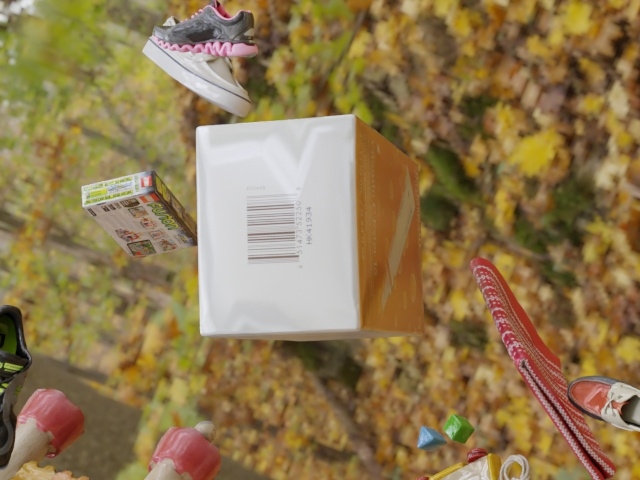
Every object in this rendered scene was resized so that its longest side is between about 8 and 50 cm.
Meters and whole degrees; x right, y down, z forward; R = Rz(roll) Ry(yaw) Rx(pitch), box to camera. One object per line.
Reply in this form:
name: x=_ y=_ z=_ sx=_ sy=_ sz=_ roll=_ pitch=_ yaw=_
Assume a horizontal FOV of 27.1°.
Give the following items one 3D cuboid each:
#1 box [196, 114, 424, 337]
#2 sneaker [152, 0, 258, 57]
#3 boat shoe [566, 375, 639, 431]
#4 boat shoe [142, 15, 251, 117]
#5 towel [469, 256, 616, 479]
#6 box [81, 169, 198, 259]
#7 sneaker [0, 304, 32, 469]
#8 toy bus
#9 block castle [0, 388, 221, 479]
box: x=0.000 y=0.000 z=1.454 sx=0.345 sy=0.168 sz=0.215 roll=17 pitch=-109 yaw=-75
sneaker: x=-0.116 y=-0.217 z=1.351 sx=0.047 sy=0.119 sz=0.057 roll=-25 pitch=-59 yaw=-64
boat shoe: x=0.322 y=0.176 z=1.391 sx=0.043 sy=0.137 sz=0.049 roll=13 pitch=-83 yaw=-69
boat shoe: x=-0.180 y=-0.275 z=2.064 sx=0.088 sy=0.096 sz=0.267 roll=-57 pitch=41 yaw=6
towel: x=0.250 y=0.141 z=1.525 sx=0.031 sy=0.199 sz=0.275 roll=-33 pitch=20 yaw=9
box: x=-0.265 y=-0.035 z=1.991 sx=0.207 sy=0.114 sz=0.036 roll=60 pitch=-160 yaw=-64
sneaker: x=-0.346 y=0.151 z=1.406 sx=0.078 sy=0.067 sz=0.188 roll=-46 pitch=38 yaw=50
toy bus: x=0.203 y=0.343 z=1.722 sx=0.202 sy=0.104 sz=0.191 roll=27 pitch=95 yaw=52
block castle: x=-0.248 y=0.422 z=1.780 sx=0.213 sy=0.303 sz=0.453 roll=-50 pitch=-38 yaw=-45
